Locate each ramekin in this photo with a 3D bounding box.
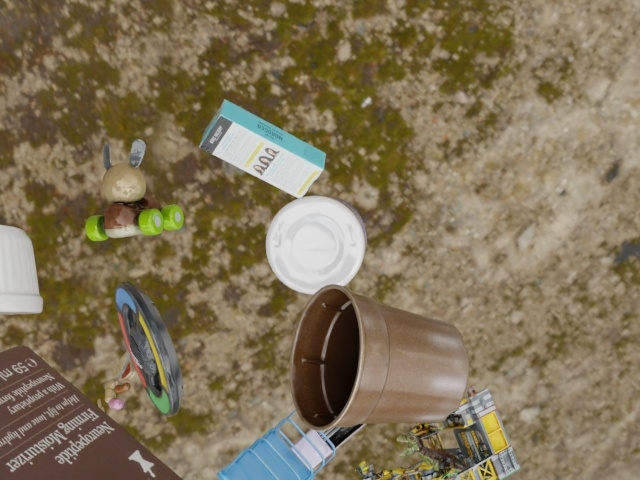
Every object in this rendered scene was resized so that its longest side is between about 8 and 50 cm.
[{"bbox_3d":[-0.546,0.045,1.302,0.272,0.273,0.127,2,83,-31],"label":"ramekin"}]

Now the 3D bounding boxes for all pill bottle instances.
[{"bbox_3d":[0.000,0.000,1.456,0.152,0.272,0.152,0,94,4],"label":"pill bottle"}]

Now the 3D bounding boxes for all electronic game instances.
[{"bbox_3d":[-0.279,0.175,1.428,0.048,0.229,0.229,-21,131,-24],"label":"electronic game"}]

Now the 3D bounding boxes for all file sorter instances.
[{"bbox_3d":[-0.070,0.392,1.562,0.104,0.118,0.170,-50,167,33],"label":"file sorter"}]

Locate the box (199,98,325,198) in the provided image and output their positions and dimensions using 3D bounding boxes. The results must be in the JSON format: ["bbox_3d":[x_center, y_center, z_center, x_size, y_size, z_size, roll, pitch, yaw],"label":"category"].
[{"bbox_3d":[-0.119,-0.187,1.848,0.244,0.060,0.100,27,129,-17],"label":"box"}]

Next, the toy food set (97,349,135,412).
[{"bbox_3d":[-0.352,0.257,1.565,0.019,0.078,0.122,23,109,-33],"label":"toy food set"}]

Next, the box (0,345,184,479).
[{"bbox_3d":[-0.205,0.208,0.584,0.167,0.203,0.168,-52,175,12],"label":"box"}]

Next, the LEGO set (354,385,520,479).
[{"bbox_3d":[0.208,0.396,1.726,0.254,0.192,0.331,-20,175,-23],"label":"LEGO set"}]

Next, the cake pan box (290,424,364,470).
[{"bbox_3d":[0.077,0.352,1.832,0.246,0.070,0.267,-45,169,15],"label":"cake pan box"}]

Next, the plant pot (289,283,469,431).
[{"bbox_3d":[0.073,0.145,1.046,0.165,0.167,0.167,10,117,-28],"label":"plant pot"}]

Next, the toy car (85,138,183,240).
[{"bbox_3d":[-0.379,-0.103,1.766,0.149,0.155,0.189,-21,105,-67],"label":"toy car"}]
